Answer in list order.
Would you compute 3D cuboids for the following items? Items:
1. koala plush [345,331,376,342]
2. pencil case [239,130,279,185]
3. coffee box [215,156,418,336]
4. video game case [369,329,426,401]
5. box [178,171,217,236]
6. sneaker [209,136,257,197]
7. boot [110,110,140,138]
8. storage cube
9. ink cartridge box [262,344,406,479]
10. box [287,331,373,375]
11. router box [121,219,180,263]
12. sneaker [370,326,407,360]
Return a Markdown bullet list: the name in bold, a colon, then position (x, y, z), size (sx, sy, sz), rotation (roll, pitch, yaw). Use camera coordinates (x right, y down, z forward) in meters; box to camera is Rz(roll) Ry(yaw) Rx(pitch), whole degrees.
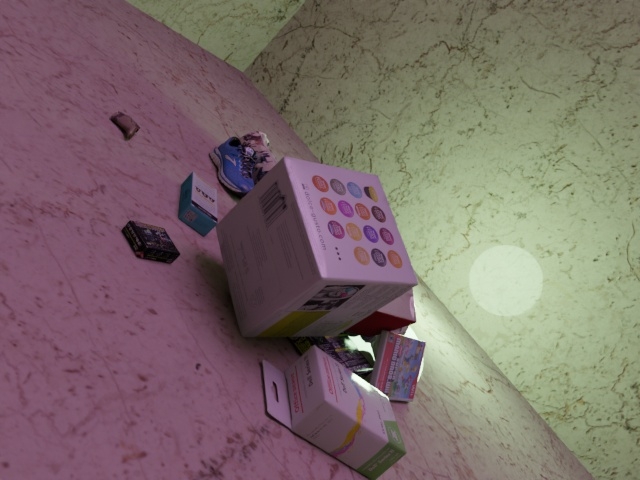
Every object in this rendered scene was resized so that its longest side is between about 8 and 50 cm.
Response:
- **koala plush**: position (0.102, 0.224, 2.100), size (0.196, 0.203, 0.221), rotation (39, 29, -30)
- **pencil case**: position (-0.223, -0.279, 2.532), size (0.160, 0.183, 0.410), rotation (32, 19, -40)
- **coffee box**: position (-0.018, 0.034, 1.648), size (0.334, 0.338, 0.337), rotation (6, 56, -40)
- **video game case**: position (0.245, 0.400, 2.005), size (0.025, 0.204, 0.285), rotation (9, -9, 35)
- **box**: position (-0.368, -0.114, 1.926), size (0.100, 0.060, 0.244), rotation (38, 16, -25)
- **sneaker**: position (-0.305, -0.281, 2.377), size (0.130, 0.147, 0.330), rotation (29, 23, -47)
- **boot**: position (-0.612, -0.361, 1.980), size (0.087, 0.042, 0.118), rotation (35, 16, -14)
- **storage cube**: position (0.155, 0.170, 1.929), size (0.215, 0.193, 0.183), rotation (20, 58, -38)
- **ink cartridge box**: position (0.031, 0.396, 1.533), size (0.353, 0.119, 0.207), rotation (39, 16, -25)
- **box**: position (0.027, 0.320, 1.849), size (0.216, 0.060, 0.270), rotation (50, 15, 20)
- **router box**: position (-0.409, 0.004, 1.542), size (0.092, 0.038, 0.122), rotation (53, 16, 25)
- **sneaker**: position (0.244, 0.306, 2.076), size (0.114, 0.305, 0.152), rotation (7, 40, -7)
